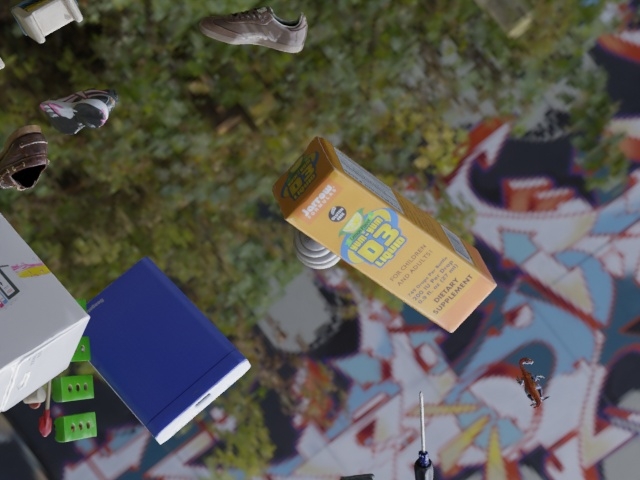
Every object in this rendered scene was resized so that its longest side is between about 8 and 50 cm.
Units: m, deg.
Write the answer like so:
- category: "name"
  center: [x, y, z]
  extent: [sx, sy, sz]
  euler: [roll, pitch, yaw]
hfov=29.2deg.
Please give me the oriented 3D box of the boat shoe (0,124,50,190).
- category: "boat shoe"
  center: [-0.493, -0.118, 2.014]
  extent: [0.073, 0.073, 0.207]
  euler: [-19, 172, -27]

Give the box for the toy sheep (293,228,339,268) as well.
- category: "toy sheep"
  center: [0.000, 0.000, 1.873]
  extent: [0.091, 0.091, 0.132]
  euler: [-38, 157, -6]

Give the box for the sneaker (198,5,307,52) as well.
- category: "sneaker"
  center: [-0.115, -0.380, 2.141]
  extent: [0.066, 0.188, 0.071]
  euler: [-108, -151, -57]

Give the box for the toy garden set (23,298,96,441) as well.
- category: "toy garden set"
  center: [-0.464, 0.223, 2.107]
  extent: [0.049, 0.244, 0.204]
  euler: [-7, 174, 19]

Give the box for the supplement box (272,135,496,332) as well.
- category: "supplement box"
  center: [0.065, -0.004, 1.229]
  extent: [0.078, 0.233, 0.080]
  euler: [-48, -154, 16]

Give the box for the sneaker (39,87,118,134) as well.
- category: "sneaker"
  center: [-0.428, -0.239, 2.219]
  extent: [0.178, 0.072, 0.077]
  euler: [7, -138, 39]

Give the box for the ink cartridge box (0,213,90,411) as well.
- category: "ink cartridge box"
  center: [-0.478, 0.104, 1.753]
  extent: [0.168, 0.233, 0.171]
  euler: [-34, 166, -37]

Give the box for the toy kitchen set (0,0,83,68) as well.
- category: "toy kitchen set"
  center: [-0.429, -0.346, 1.570]
  extent: [0.166, 0.207, 0.122]
  euler: [-32, -145, -9]

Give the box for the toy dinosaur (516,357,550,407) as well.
- category: "toy dinosaur"
  center: [0.379, 0.250, 2.195]
  extent: [0.047, 0.082, 0.090]
  euler: [-25, 179, 1]

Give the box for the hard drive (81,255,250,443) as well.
- category: "hard drive"
  center: [-0.304, 0.192, 2.233]
  extent: [0.210, 0.318, 0.040]
  euler: [-40, 147, -12]

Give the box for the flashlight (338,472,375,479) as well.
- category: "flashlight"
  center: [-0.054, 0.460, 2.106]
  extent: [0.304, 0.103, 0.103]
  euler: [-6, -154, -11]

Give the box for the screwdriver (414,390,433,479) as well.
- category: "screwdriver"
  center: [0.115, 0.232, 1.391]
  extent: [0.025, 0.024, 0.170]
  euler: [-56, 151, -37]
